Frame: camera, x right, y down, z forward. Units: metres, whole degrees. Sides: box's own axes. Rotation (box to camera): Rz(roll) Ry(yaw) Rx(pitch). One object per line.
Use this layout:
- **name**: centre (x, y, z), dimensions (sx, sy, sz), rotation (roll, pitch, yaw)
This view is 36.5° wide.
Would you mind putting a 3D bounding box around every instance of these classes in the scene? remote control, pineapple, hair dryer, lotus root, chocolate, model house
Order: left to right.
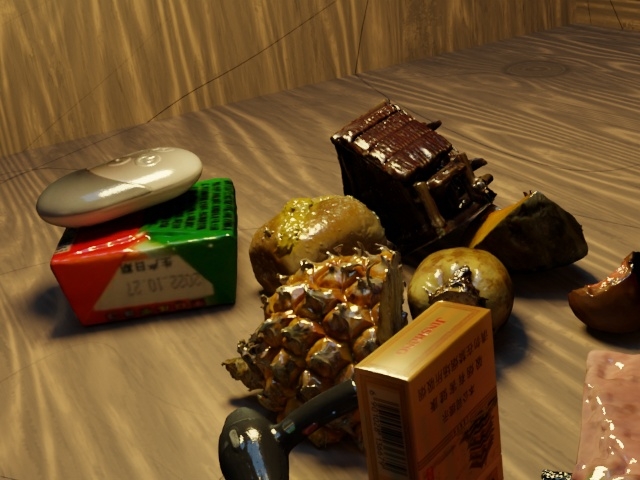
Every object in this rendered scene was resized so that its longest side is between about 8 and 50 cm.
- **remote control**: centre (-0.389, -0.106, 1.892), dimensions (0.332, 0.104, 0.221), rotation (-22, 21, -22)
- **chocolate**: centre (-0.326, 0.014, 1.922), dimensions (0.341, 0.162, 0.360), rotation (-9, 21, -2)
- **pineapple**: centre (-0.031, 0.121, 1.410), dimensions (0.286, 0.209, 0.344), rotation (-5, 37, 13)
- **hair dryer**: centre (-0.005, 0.247, 1.229), dimensions (0.271, 0.091, 0.235), rotation (-37, 32, 4)
- **model house**: centre (0.193, -0.153, 1.871), dimensions (0.317, 0.283, 0.297), rotation (-32, -2, -34)
- **lotus root**: centre (0.230, 0.087, 1.584), dimensions (0.169, 0.141, 0.314), rotation (0, 14, 12)
- **chocolate**: centre (0.462, 0.087, 1.534), dimensions (0.124, 0.127, 0.133), rotation (17, -30, -34)

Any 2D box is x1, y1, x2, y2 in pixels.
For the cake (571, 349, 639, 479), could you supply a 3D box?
- **cake**: centre (0.378, 0.269, 0.887), dimensions (0.306, 0.293, 0.314), rotation (3, 18, 19)

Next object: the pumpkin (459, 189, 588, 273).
- **pumpkin**: centre (0.362, 0.019, 1.754), dimensions (0.148, 0.169, 0.312), rotation (-46, 4, -3)

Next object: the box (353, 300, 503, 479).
- **box**: centre (0.129, 0.227, 1.086), dimensions (0.076, 0.274, 0.174), rotation (10, 28, 38)

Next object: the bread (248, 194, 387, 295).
- **bread**: centre (0.000, 0.000, 1.826), dimensions (0.246, 0.176, 0.195), rotation (-24, 29, -34)

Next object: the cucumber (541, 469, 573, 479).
- **cucumber**: centre (0.332, 0.300, 1.161), dimensions (0.134, 0.034, 0.033), rotation (3, 19, 24)

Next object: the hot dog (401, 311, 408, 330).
- **hot dog**: centre (0.064, 0.160, 1.557), dimensions (0.168, 0.061, 0.078), rotation (-18, 65, -1)
